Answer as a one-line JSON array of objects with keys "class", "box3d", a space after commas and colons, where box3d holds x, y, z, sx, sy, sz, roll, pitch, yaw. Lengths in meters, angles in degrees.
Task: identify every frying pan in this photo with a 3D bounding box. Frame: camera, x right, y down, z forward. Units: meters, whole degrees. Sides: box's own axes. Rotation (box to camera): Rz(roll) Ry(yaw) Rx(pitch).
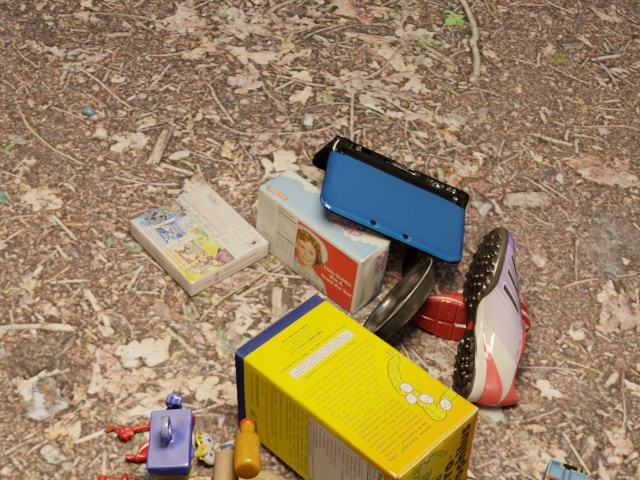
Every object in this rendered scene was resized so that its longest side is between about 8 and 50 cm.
[{"class": "frying pan", "box3d": [0.142, 0.106, 2.181, 0.053, 0.326, 0.197, 42, 94, -4]}]

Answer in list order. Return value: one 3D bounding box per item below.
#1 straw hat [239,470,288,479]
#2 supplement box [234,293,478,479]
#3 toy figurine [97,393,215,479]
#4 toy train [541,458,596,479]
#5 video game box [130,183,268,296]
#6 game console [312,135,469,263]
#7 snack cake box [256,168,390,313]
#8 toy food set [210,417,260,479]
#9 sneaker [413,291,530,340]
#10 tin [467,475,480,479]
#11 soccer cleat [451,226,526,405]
[{"class": "straw hat", "box3d": [-0.093, 0.409, 1.866, 0.144, 0.061, 0.144, 4, 45, -4]}, {"class": "supplement box", "box3d": [0.051, 0.285, 1.891, 0.356, 0.194, 0.195, 34, 52, 31]}, {"class": "toy figurine", "box3d": [-0.258, 0.361, 1.781, 0.191, 0.217, 0.362, 4, 45, -4]}, {"class": "toy train", "box3d": [0.437, 0.433, 1.909, 0.184, 0.080, 0.105, 18, 40, 9]}, {"class": "video game box", "box3d": [-0.235, -0.004, 2.262, 0.187, 0.048, 0.205, -27, 54, -32]}, {"class": "game console", "box3d": [0.120, -0.062, 2.247, 0.293, 0.250, 0.173, 24, 75, -11]}, {"class": "snack cake box", "box3d": [0.000, 0.000, 2.218, 0.264, 0.152, 0.089, 37, 51, 25]}, {"class": "toy food set", "box3d": [-0.111, 0.392, 1.788, 0.111, 0.232, 0.104, -15, 32, 7]}, {"class": "sneaker", "box3d": [0.282, 0.124, 2.208, 0.221, 0.087, 0.128, 11, 29, 2]}, {"class": "tin", "box3d": [0.249, 0.466, 1.878, 0.106, 0.040, 0.190, -13, 49, -14]}, {"class": "soccer cleat", "box3d": [0.318, 0.137, 2.090, 0.116, 0.108, 0.318, 13, 79, -17]}]
